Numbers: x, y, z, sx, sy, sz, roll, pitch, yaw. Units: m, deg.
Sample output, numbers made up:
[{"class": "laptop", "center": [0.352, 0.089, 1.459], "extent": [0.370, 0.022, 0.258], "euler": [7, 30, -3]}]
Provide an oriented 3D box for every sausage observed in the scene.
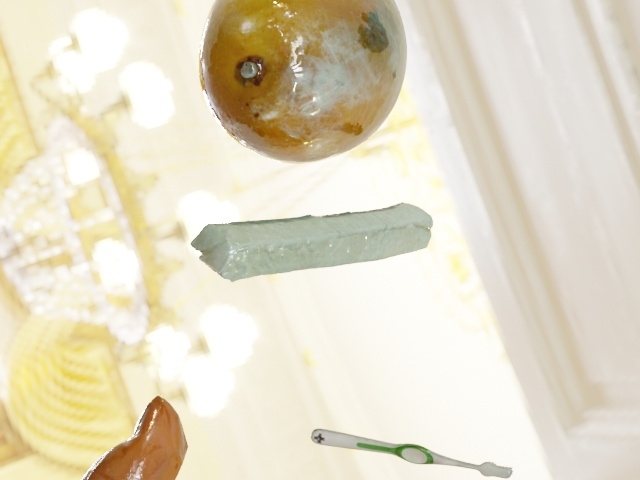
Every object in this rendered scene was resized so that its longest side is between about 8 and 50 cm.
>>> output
[{"class": "sausage", "center": [-0.192, 0.245, 1.677], "extent": [0.089, 0.179, 0.089], "euler": [27, -21, 11]}]

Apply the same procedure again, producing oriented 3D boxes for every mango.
[{"class": "mango", "center": [-0.008, -0.200, 1.736], "extent": [0.221, 0.199, 0.384], "euler": [63, 18, -5]}]

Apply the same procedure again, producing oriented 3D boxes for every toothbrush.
[{"class": "toothbrush", "center": [0.129, 0.307, 2.384], "extent": [0.304, 0.030, 0.030], "euler": [9, -52, 16]}]

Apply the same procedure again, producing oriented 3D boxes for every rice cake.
[{"class": "rice cake", "center": [0.000, 0.000, 1.361], "extent": [0.045, 0.245, 0.042], "euler": [34, -62, 39]}]
